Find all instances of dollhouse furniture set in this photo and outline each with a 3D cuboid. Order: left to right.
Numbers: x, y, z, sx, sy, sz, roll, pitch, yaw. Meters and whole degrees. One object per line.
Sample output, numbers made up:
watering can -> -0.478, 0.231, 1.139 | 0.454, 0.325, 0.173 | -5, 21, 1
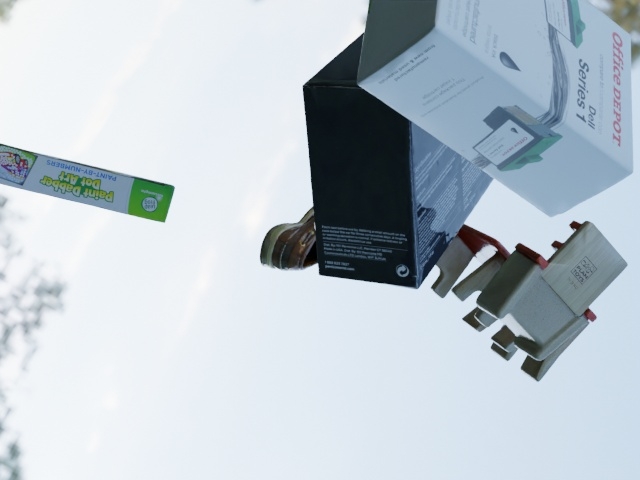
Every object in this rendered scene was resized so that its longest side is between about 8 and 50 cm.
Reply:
dollhouse furniture set -> 0.204, 0.025, 1.454 | 0.135, 0.262, 0.259 | -46, -157, -4

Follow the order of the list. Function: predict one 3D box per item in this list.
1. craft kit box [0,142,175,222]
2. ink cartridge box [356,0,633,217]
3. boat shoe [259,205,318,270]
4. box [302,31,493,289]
craft kit box -> -0.329, -0.081, 1.764 | 0.250, 0.246, 0.061 | -164, -90, -77
ink cartridge box -> 0.144, -0.143, 1.054 | 0.092, 0.219, 0.160 | -32, -141, 42
boat shoe -> 0.000, 0.000, 1.594 | 0.178, 0.060, 0.064 | -28, 132, -52
box -> 0.083, -0.099, 1.230 | 0.261, 0.103, 0.184 | -48, 142, -55
